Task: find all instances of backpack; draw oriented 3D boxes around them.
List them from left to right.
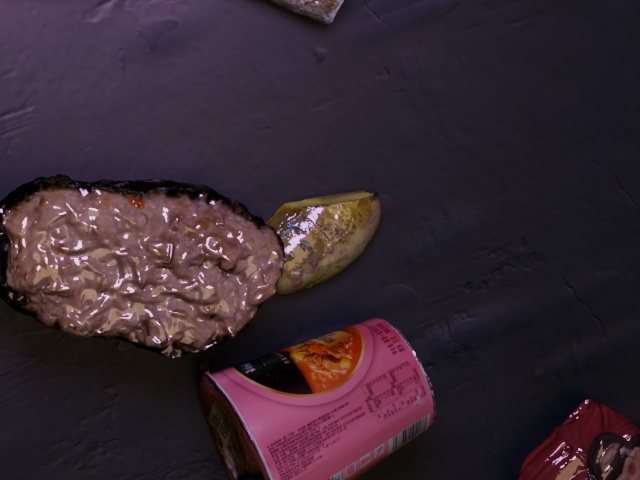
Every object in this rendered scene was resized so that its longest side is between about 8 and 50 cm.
[{"bbox_3d":[0.374,0.347,1.697,0.229,0.139,0.229,-14,121,-25],"label":"backpack"}]

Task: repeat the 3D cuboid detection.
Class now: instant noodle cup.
[{"bbox_3d":[0.000,0.223,1.522,0.255,0.244,0.244,-25,108,-19],"label":"instant noodle cup"}]

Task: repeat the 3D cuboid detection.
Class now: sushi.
[{"bbox_3d":[-0.226,0.025,1.422,0.350,0.171,0.211,11,96,-19],"label":"sushi"}]

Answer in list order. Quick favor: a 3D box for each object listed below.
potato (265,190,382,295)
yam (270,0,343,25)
[{"bbox_3d":[0.000,0.000,1.549,0.197,0.054,0.119,-23,105,-11],"label":"potato"},{"bbox_3d":[-0.044,-0.323,1.454,0.179,0.078,0.078,23,94,-21],"label":"yam"}]
